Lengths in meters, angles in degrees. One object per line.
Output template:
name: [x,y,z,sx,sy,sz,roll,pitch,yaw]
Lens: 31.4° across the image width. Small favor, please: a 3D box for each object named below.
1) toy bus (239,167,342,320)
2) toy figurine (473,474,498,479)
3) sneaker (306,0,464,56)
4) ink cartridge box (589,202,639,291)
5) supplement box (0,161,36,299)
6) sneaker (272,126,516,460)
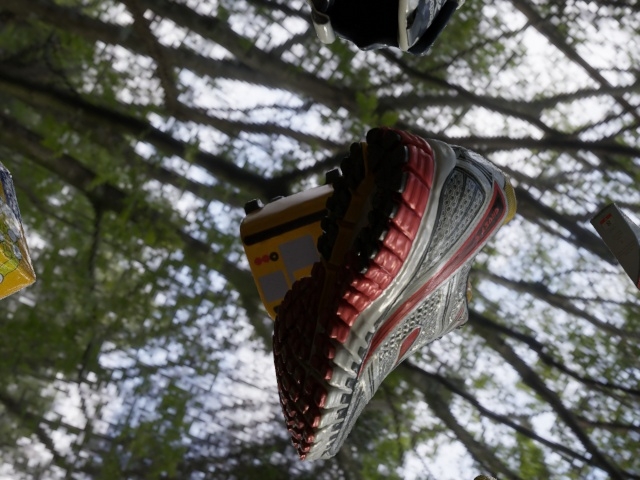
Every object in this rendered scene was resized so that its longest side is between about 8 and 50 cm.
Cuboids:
toy bus: [0.000,0.000,1.233,0.108,0.332,0.130,-20,-89,7]
toy figurine: [0.193,0.367,1.302,0.209,0.213,0.148,29,-71,46]
sneaker: [0.093,-0.193,0.789,0.235,0.094,0.153,-8,-134,9]
ink cartridge box: [0.408,0.050,1.359,0.045,0.145,0.179,-43,-136,15]
supplement box: [-0.503,-0.070,1.279,0.195,0.356,0.194,-25,-126,2]
sneaker: [0.037,0.044,0.631,0.088,0.092,0.225,-109,-145,-44]
